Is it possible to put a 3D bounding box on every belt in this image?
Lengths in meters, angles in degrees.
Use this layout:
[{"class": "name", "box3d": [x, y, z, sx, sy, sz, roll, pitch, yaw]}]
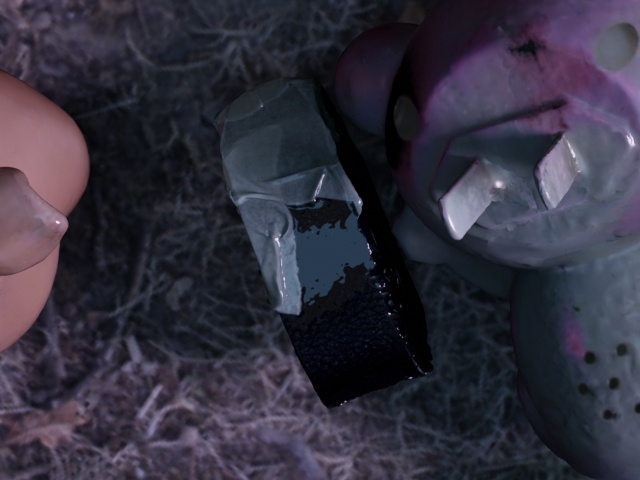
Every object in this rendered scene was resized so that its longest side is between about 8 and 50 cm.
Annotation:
[{"class": "belt", "box3d": [0.000, 0.000, 1.137, 0.078, 0.151, 0.198, -20, 99, 8]}]

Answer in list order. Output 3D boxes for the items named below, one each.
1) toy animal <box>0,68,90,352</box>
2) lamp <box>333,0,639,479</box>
[{"class": "toy animal", "box3d": [-0.269, -0.067, 1.090, 0.237, 0.269, 0.326, -26, 141, 16]}, {"class": "lamp", "box3d": [0.148, -0.013, 1.083, 0.247, 0.247, 0.301, -15, 104, 30]}]
